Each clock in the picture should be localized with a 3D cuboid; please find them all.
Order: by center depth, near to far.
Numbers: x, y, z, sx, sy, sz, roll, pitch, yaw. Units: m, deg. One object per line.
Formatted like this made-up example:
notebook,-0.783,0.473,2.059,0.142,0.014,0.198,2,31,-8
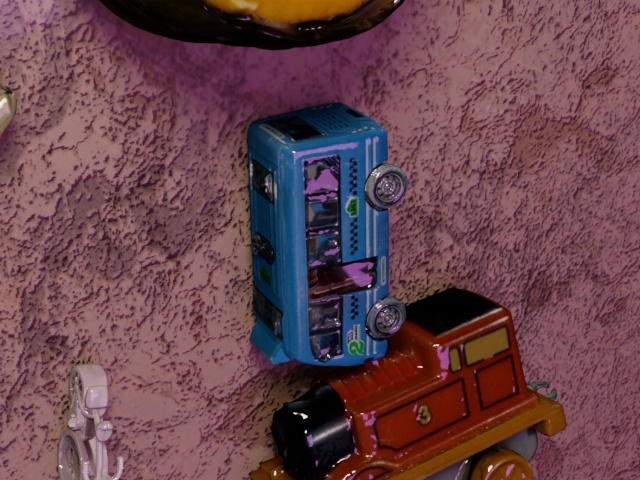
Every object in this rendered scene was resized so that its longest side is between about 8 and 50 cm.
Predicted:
clock,-0.217,0.182,1.076,0.041,0.087,0.129,0,104,-33

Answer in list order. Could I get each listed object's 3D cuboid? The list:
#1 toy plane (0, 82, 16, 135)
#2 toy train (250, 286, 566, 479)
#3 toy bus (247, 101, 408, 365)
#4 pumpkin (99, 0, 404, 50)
toy plane,-0.339,-0.041,0.883,0.229,0.092,0.244,-18,121,-28
toy train,0.103,0.197,1.243,0.369,0.163,0.232,-21,109,-23
toy bus,0.000,0.000,1.108,0.134,0.113,0.246,-11,116,-24
pumpkin,-0.046,-0.278,0.876,0.303,0.225,0.256,-18,118,-25
